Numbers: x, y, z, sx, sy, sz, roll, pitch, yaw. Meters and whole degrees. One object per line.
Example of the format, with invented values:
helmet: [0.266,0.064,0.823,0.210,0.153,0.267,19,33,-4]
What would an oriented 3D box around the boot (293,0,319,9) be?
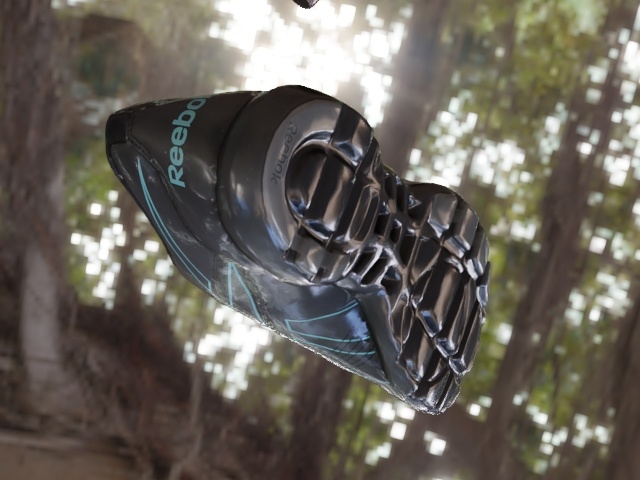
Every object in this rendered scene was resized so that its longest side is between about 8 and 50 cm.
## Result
boot: [0.005,-0.209,1.028,0.114,0.106,0.037,-47,-137,-14]

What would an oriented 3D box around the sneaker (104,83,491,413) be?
sneaker: [0.000,0.000,0.815,0.106,0.101,0.267,10,159,30]
